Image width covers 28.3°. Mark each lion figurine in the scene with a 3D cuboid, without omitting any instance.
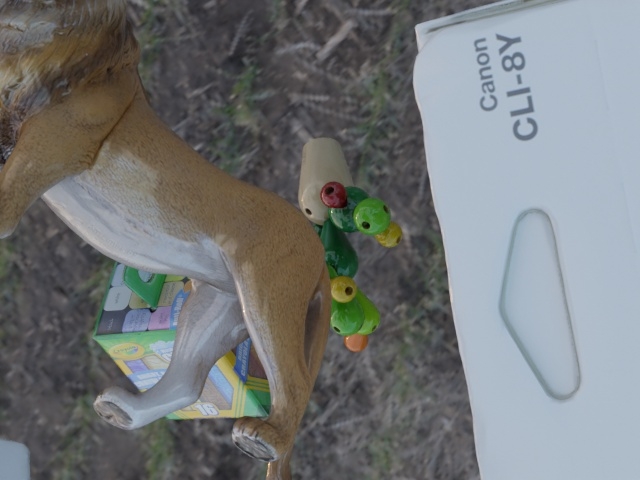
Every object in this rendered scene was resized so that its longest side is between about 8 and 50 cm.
[{"bbox_3d":[-0.110,-0.027,0.832,0.392,0.240,0.142,45,141,-17],"label":"lion figurine"}]

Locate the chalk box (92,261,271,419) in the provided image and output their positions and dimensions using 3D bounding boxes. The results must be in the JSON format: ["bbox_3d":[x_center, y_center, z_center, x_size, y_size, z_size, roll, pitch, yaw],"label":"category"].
[{"bbox_3d":[-0.137,0.075,1.308,0.132,0.132,0.213,-5,141,21],"label":"chalk box"}]

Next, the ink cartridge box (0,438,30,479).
[{"bbox_3d":[-0.242,0.167,0.363,0.330,0.324,0.071,16,124,-27],"label":"ink cartridge box"}]

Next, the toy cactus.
[{"bbox_3d":[0.000,0.000,1.064,0.112,0.181,0.219,-2,151,-8],"label":"toy cactus"}]

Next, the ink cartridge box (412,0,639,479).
[{"bbox_3d":[0.193,0.032,0.706,0.160,0.384,0.279,-12,84,18],"label":"ink cartridge box"}]
